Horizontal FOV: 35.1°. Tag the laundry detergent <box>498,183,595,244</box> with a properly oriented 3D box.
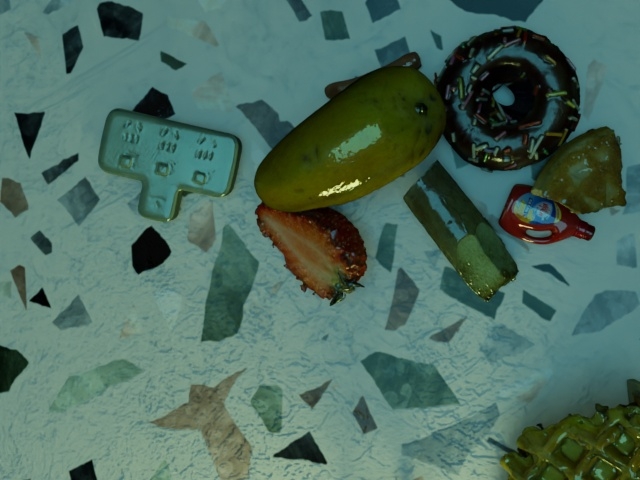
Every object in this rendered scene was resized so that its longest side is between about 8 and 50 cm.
[{"bbox_3d":[0.411,-0.035,1.819,0.165,0.049,0.097,22,93,6],"label":"laundry detergent"}]

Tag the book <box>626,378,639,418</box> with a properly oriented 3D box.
[{"bbox_3d":[0.582,0.401,1.741,0.020,0.208,0.295,-6,93,-2],"label":"book"}]

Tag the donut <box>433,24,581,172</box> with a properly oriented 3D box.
[{"bbox_3d":[0.330,-0.251,1.793,0.270,0.103,0.269,1,94,11],"label":"donut"}]

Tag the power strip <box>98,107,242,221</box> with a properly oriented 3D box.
[{"bbox_3d":[-0.292,-0.133,1.919,0.265,0.059,0.193,13,95,7],"label":"power strip"}]

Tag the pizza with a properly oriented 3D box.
[{"bbox_3d":[0.479,-0.111,1.793,0.161,0.062,0.182,38,80,-6],"label":"pizza"}]

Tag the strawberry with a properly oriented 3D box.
[{"bbox_3d":[0.003,-0.003,1.866,0.175,0.107,0.236,-36,84,48],"label":"strawberry"}]

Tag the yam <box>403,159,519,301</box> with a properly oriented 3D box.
[{"bbox_3d":[0.254,-0.014,1.822,0.106,0.106,0.259,-39,86,9],"label":"yam"}]

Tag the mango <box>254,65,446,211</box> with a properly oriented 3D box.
[{"bbox_3d":[0.045,-0.169,1.762,0.365,0.253,0.182,-26,101,7],"label":"mango"}]

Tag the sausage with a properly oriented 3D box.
[{"bbox_3d":[0.097,-0.297,1.858,0.186,0.043,0.043,-20,90,10],"label":"sausage"}]

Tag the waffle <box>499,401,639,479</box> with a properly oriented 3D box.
[{"bbox_3d":[0.475,0.461,1.663,0.382,0.095,0.379,-19,83,30],"label":"waffle"}]
